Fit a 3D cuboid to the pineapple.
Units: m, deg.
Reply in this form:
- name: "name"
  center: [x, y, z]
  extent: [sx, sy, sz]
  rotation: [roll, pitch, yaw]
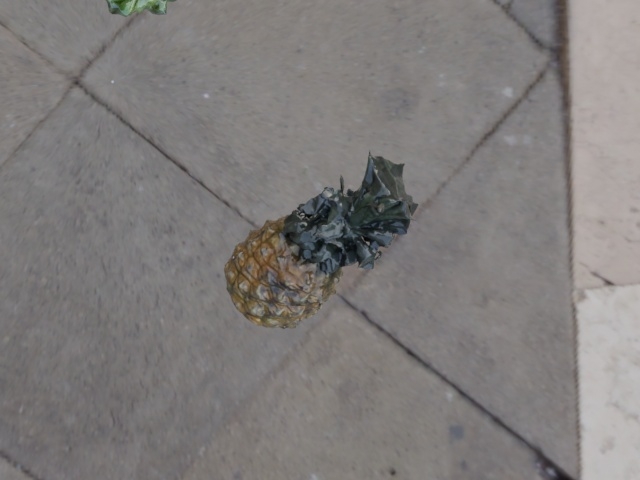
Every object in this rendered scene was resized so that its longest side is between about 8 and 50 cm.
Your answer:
- name: "pineapple"
  center: [0.001, 0.000, 1.157]
  extent: [0.128, 0.128, 0.248]
  rotation: [39, 130, -14]

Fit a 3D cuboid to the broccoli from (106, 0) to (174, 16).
- name: "broccoli"
  center: [-0.220, -0.409, 1.144]
  extent: [0.281, 0.348, 0.293]
  rotation: [16, 87, -54]
